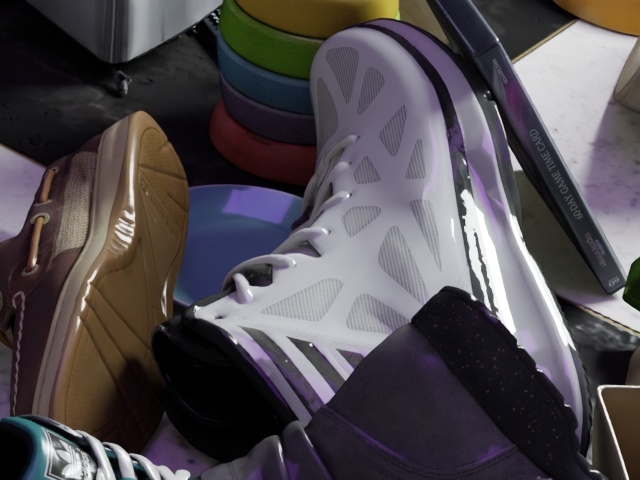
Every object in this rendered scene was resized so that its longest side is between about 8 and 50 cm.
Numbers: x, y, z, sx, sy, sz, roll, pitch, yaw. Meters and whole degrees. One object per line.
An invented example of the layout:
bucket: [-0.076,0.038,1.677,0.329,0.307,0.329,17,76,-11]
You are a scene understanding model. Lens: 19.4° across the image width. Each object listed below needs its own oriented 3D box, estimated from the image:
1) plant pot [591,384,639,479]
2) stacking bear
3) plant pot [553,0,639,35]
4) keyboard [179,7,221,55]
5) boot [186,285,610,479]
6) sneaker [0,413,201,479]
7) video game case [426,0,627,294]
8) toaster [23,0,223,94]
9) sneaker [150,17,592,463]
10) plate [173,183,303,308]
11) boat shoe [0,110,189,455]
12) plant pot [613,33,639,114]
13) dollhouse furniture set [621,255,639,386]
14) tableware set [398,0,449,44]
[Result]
plant pot: [0.230,0.167,1.213,0.109,0.096,0.109,2,39,-10]
stacking bear: [0.000,-0.205,1.550,0.164,0.289,0.175,-12,39,-30]
plant pot: [0.342,-0.338,1.934,0.205,0.188,0.205,7,33,-4]
keyboard: [-0.099,-0.222,1.785,0.100,0.038,0.192,-9,36,-25]
boot: [0.095,0.215,1.076,0.222,0.118,0.338,-40,83,-5]
sneaker: [-0.136,0.167,1.102,0.302,0.121,0.108,-2,35,-17]
video game case: [0.151,-0.102,1.483,0.026,0.274,0.196,-31,38,4]
toaster: [-0.176,-0.254,1.693,0.185,0.110,0.168,39,56,23]
sneaker: [0.000,0.000,1.311,0.257,0.169,0.448,-1,45,-19]
plate: [-0.058,0.015,1.444,0.188,0.024,0.188,7,32,-5]
boat shoe: [-0.178,0.044,1.312,0.123,0.123,0.342,-15,40,18]
plant pot: [0.462,-0.198,1.688,0.280,0.323,0.323,30,35,1]
dollhouse furniture set: [0.372,0.121,1.354,0.301,0.151,0.198,33,43,-11]
tableware set: [0.040,-0.208,1.708,0.194,0.128,0.039,-5,46,-21]
